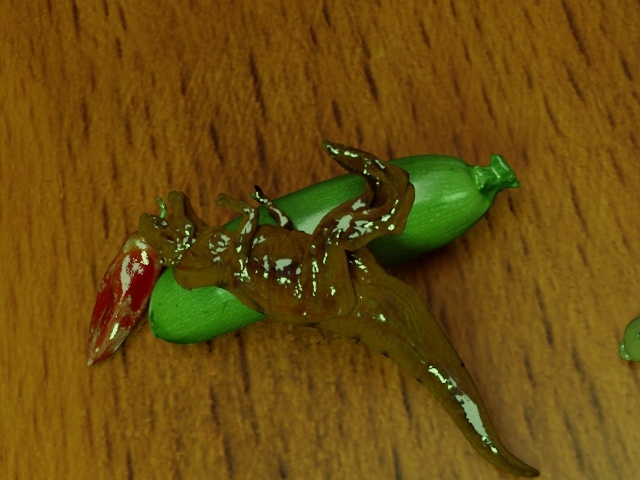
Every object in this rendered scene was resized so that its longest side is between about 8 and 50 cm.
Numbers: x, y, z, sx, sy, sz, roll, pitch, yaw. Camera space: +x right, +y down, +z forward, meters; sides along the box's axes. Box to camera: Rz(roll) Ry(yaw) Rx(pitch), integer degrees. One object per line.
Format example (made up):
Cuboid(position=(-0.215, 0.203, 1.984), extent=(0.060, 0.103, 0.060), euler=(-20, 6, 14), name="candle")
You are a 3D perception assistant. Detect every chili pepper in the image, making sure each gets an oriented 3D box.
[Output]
Cuboid(position=(-0.198, 0.046, 1.186), extent=(0.059, 0.050, 0.191), euler=(22, 85, 27), name="chili pepper")

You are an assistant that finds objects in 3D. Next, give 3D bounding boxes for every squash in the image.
Cuboid(position=(0.000, 0.000, 1.099), extent=(0.395, 0.107, 0.107), euler=(-21, 58, 11), name="squash")

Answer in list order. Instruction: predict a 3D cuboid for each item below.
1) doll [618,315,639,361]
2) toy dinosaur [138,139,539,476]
Cuboid(position=(0.305, 0.101, 0.972), extent=(0.093, 0.051, 0.061), euler=(45, 84, 4), name="doll")
Cuboid(position=(0.030, 0.024, 0.985), extent=(0.432, 0.097, 0.208), euler=(28, 105, 18), name="toy dinosaur")
